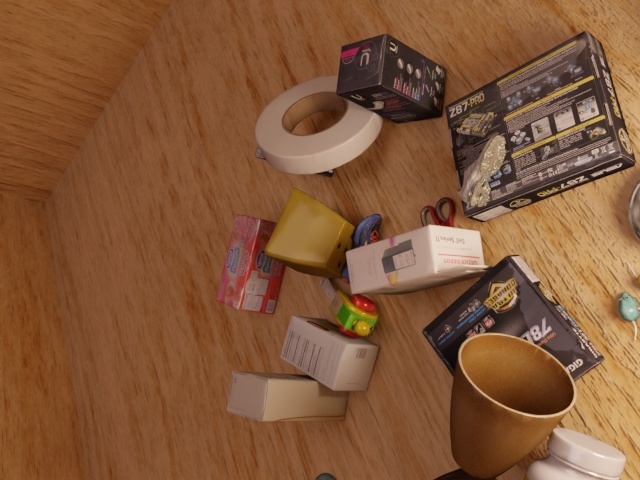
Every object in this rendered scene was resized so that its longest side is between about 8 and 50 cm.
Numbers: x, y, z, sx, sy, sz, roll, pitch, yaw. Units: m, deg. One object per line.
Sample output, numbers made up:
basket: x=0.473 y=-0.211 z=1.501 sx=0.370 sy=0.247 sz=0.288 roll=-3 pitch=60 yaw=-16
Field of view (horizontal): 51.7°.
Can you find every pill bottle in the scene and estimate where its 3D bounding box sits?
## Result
pill bottle: x=0.478 y=0.555 z=1.300 sx=0.187 sy=0.187 sz=0.334 roll=19 pitch=93 yaw=47

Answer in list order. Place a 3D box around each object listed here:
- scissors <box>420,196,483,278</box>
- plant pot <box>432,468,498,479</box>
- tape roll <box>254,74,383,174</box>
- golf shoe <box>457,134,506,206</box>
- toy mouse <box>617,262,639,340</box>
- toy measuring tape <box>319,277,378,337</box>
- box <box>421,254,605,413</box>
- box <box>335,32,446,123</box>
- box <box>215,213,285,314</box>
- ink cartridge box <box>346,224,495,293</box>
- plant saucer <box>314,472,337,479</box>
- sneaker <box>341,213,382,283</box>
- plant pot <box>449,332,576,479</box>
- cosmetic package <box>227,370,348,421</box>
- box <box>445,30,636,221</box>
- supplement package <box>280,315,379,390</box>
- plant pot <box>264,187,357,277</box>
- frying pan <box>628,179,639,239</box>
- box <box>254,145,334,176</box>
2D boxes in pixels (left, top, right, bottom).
scissors: x=0.344 y=0.017 z=1.708 sx=0.109 sy=0.021 sz=0.297 roll=-40 pitch=55 yaw=31
plant pot: x=0.278 y=0.620 z=1.461 sx=0.215 sy=0.230 sz=0.216 roll=-14 pitch=70 yaw=43
tape roll: x=-0.007 y=-0.354 z=1.974 sx=0.391 sy=0.072 sz=0.392 roll=-12 pitch=46 yaw=12
golf shoe: x=0.372 y=-0.170 z=1.559 sx=0.086 sy=0.069 sz=0.176 roll=34 pitch=106 yaw=52
toy mouse: x=0.658 y=0.138 z=1.337 sx=0.161 sy=0.031 sz=0.143 roll=31 pitch=103 yaw=46
toy measuring tape: x=0.087 y=0.190 z=1.894 sx=0.122 sy=0.121 sz=0.330 roll=-64 pitch=22 yaw=12
box: x=0.420 y=0.234 z=1.486 sx=0.295 sy=0.073 sz=0.293 roll=-47 pitch=63 yaw=29
box: x=0.195 y=-0.432 z=1.792 sx=0.165 sy=0.270 sz=0.144 roll=0 pitch=80 yaw=46
box: x=-0.218 y=0.078 z=2.177 sx=0.142 sy=0.154 sz=0.300 roll=13 pitch=90 yaw=47
ink cartridge box: x=0.259 y=0.048 z=1.628 sx=0.353 sy=0.207 sz=0.119 roll=-19 pitch=73 yaw=45
plant saucer: x=0.009 y=0.721 z=1.868 sx=0.119 sy=0.021 sz=0.120 roll=-15 pitch=68 yaw=43
sneaker: x=0.138 y=0.030 z=1.885 sx=0.087 sy=0.083 sz=0.221 roll=23 pitch=102 yaw=33
plant pot: x=0.367 y=0.364 z=1.368 sx=0.237 sy=0.237 sz=0.255 roll=45 pitch=134 yaw=43
cosmetic package: x=-0.084 y=0.432 z=1.829 sx=0.160 sy=0.309 sz=0.113 roll=0 pitch=81 yaw=47
box: x=0.497 y=-0.255 z=1.561 sx=0.394 sy=0.097 sz=0.319 roll=-25 pitch=65 yaw=40
supplement package: x=0.022 y=0.317 z=1.874 sx=0.244 sy=0.139 sz=0.134 roll=20 pitch=96 yaw=46
plant pot: x=0.000 y=0.000 z=1.926 sx=0.187 sy=0.212 sz=0.212 roll=21 pitch=84 yaw=32
frying pan: x=0.762 y=-0.061 z=1.266 sx=0.326 sy=0.053 sz=0.198 roll=7 pitch=85 yaw=45
box: x=-0.082 y=-0.251 z=2.099 sx=0.190 sy=0.184 sz=0.045 roll=18 pitch=92 yaw=46
